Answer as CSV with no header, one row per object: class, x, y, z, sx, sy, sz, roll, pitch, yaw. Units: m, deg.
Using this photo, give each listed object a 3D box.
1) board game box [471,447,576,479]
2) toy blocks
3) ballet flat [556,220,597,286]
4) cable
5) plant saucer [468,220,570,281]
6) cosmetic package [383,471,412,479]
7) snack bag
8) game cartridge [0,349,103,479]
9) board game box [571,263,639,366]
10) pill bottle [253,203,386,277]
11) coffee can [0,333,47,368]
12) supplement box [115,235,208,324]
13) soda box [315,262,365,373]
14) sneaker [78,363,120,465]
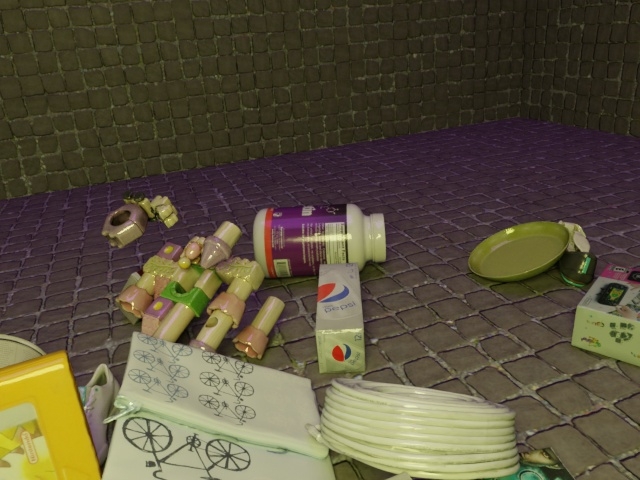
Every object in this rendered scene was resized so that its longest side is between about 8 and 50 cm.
board game box,0.276,0.340,0.646,0.126,0.026,0.186,-8,22,-6
toy blocks,-0.275,0.119,0.970,0.288,0.309,0.260,11,53,30
ballet flat,0.611,0.013,1.281,0.095,0.096,0.280,12,23,-1
cable,0.129,0.244,0.696,0.257,0.089,0.257,9,-11,-16
plant saucer,0.478,0.032,1.257,0.241,0.037,0.241,-25,18,9
cosmetic package,0.005,0.321,0.494,0.238,0.127,0.107,0,39,-43
snack bag,-0.123,0.261,0.710,0.323,0.037,0.342,22,16,-18
game cartridge,-0.399,0.301,0.545,0.324,0.285,0.053,-16,8,-25
board game box,0.649,0.152,0.940,0.303,0.097,0.224,15,30,38
pill bottle,0.000,0.000,1.328,0.323,0.181,0.181,-3,22,4
coffee can,-0.469,0.279,0.717,0.201,0.201,0.275,-14,24,-22
supplement box,-0.353,0.090,1.241,0.073,0.130,0.239,47,39,6
soda box,0.041,0.147,1.074,0.091,0.098,0.286,-4,23,4
sneaker,-0.375,0.282,0.833,0.080,0.094,0.212,-5,22,-5
